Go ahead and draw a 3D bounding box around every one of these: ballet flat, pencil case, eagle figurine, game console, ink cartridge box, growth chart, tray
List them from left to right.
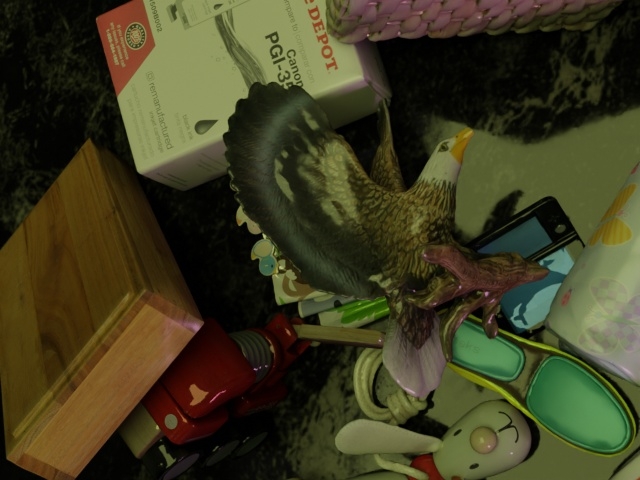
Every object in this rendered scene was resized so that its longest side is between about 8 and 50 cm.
[{"bbox_3d":[-0.257,0.050,1.069,0.203,0.076,0.411,-50,31,7],"label":"tray"},{"bbox_3d":[-0.087,-0.207,1.152,0.283,0.117,0.207,-21,76,16],"label":"ink cartridge box"},{"bbox_3d":[0.000,0.000,1.147,0.172,0.021,0.237,-30,74,14],"label":"growth chart"},{"bbox_3d":[0.068,-0.024,0.975,0.225,0.226,0.298,-39,47,-19],"label":"eagle figurine"},{"bbox_3d":[0.213,0.137,1.024,0.231,0.077,0.077,30,92,19],"label":"ballet flat"},{"bbox_3d":[0.217,0.032,1.043,0.122,0.107,0.071,-32,46,12],"label":"game console"},{"bbox_3d":[0.331,0.008,0.980,0.124,0.113,0.273,29,93,-8],"label":"pencil case"}]

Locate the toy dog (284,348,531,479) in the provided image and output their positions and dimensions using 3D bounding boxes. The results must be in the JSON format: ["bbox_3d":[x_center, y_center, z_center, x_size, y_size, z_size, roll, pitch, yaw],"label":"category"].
[{"bbox_3d":[0.045,0.269,1.020,0.220,0.161,0.334,36,95,19],"label":"toy dog"}]

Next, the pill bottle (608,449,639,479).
[{"bbox_3d":[0.371,0.265,0.936,0.108,0.108,0.193,-45,72,9],"label":"pill bottle"}]

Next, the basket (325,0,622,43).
[{"bbox_3d":[0.162,-0.361,0.930,0.328,0.331,0.267,-5,83,-8],"label":"basket"}]

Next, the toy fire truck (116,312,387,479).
[{"bbox_3d":[-0.066,0.131,1.032,0.246,0.217,0.158,-46,70,18],"label":"toy fire truck"}]
